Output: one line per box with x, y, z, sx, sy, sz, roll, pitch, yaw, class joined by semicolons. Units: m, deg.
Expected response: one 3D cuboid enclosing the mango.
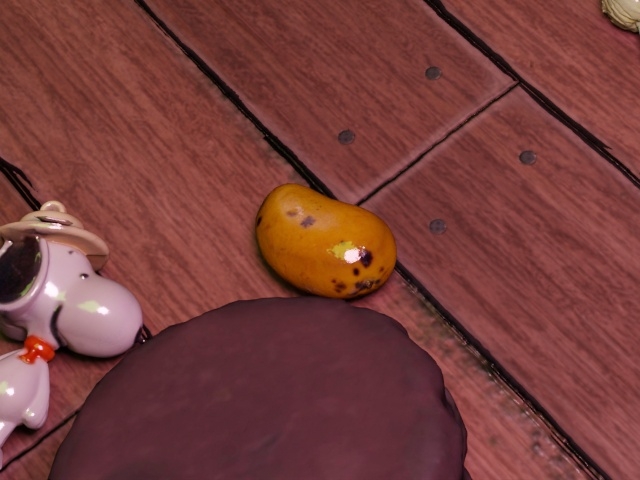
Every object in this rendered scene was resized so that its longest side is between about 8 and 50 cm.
-0.001;0.003;1.532;0.178;0.090;0.115;25;57;26;mango

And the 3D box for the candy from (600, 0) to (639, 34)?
0.385;-0.182;1.593;0.092;0.093;0.336;-31;57;43;candy

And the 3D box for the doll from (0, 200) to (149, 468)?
-0.323;0.097;1.503;0.271;0.144;0.208;-40;70;-19;doll

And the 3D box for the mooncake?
-0.033;0.222;1.324;0.381;0.212;0.351;19;60;30;mooncake
